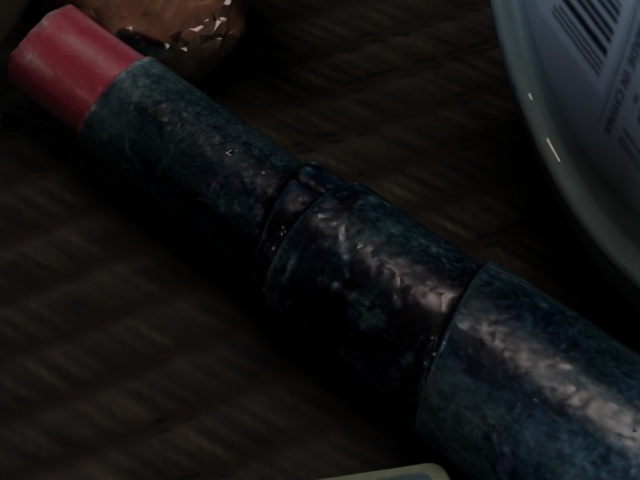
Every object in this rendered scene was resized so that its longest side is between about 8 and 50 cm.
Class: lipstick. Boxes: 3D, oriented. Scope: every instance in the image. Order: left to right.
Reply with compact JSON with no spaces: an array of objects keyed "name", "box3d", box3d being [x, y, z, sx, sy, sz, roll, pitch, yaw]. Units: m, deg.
[{"name":"lipstick","box3d":[0.000,0.000,0.488,0.234,0.053,0.053,37,50,27]}]

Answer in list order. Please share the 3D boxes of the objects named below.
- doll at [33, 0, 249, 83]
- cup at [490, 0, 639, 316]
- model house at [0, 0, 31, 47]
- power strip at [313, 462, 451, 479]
[{"name":"doll","box3d":[-0.075,-0.182,0.623,0.201,0.156,0.303,-32,71,12]},{"name":"cup","box3d":[0.216,-0.046,0.460,0.274,0.259,0.357,-12,76,-20]},{"name":"model house","box3d":[-0.225,-0.102,0.481,0.229,0.219,0.199,31,83,30]},{"name":"power strip","box3d":[-0.003,0.078,0.431,0.090,0.016,0.040,-6,46,-16]}]
